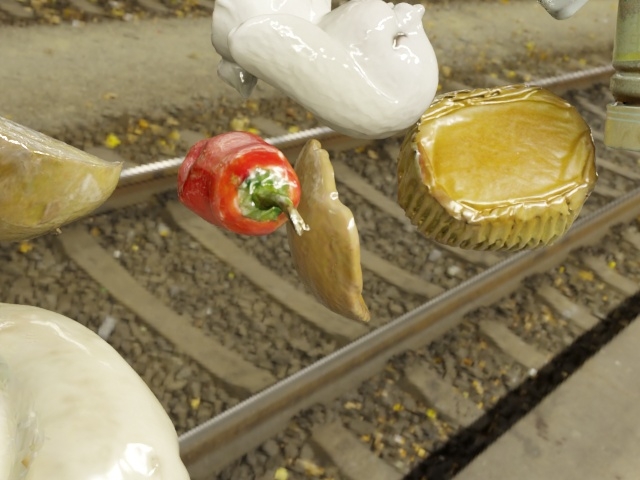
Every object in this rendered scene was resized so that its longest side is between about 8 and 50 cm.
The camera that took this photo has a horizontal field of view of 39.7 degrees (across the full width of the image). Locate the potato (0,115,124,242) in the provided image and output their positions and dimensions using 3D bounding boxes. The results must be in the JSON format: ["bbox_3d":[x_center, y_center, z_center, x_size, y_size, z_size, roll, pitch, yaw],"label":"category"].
[{"bbox_3d":[-0.285,-0.054,0.704,0.261,0.120,0.100,23,5,-29],"label":"potato"}]

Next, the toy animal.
[{"bbox_3d":[0.017,-0.225,1.085,0.265,0.206,0.272,31,15,7],"label":"toy animal"}]

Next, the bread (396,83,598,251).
[{"bbox_3d":[0.231,-0.092,1.192,0.254,0.142,0.227,-4,69,-4],"label":"bread"}]

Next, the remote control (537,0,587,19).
[{"bbox_3d":[0.185,-0.197,0.475,0.027,0.184,0.050,32,23,-39],"label":"remote control"}]

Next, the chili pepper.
[{"bbox_3d":[-0.050,-0.036,0.507,0.050,0.059,0.191,30,-2,-27],"label":"chili pepper"}]

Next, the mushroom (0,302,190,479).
[{"bbox_3d":[-0.208,0.166,0.516,0.315,0.356,0.315,28,41,-27],"label":"mushroom"}]

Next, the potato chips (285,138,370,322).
[{"bbox_3d":[-0.001,0.000,0.868,0.062,0.195,0.208,-15,18,-2],"label":"potato chips"}]

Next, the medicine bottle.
[{"bbox_3d":[0.440,-0.272,1.081,0.151,0.322,0.151,2,12,0],"label":"medicine bottle"}]
